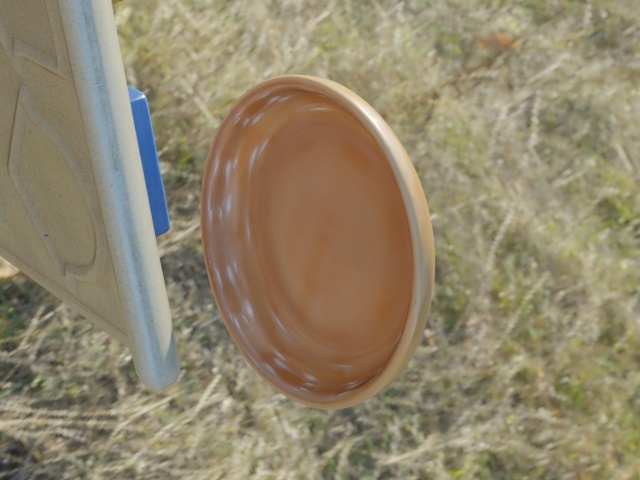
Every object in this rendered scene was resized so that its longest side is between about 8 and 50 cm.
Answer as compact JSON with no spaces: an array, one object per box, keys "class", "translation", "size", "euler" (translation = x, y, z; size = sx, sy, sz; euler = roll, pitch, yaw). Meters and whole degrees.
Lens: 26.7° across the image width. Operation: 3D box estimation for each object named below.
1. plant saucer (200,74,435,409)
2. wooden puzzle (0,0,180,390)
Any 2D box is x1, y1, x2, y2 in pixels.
[{"class":"plant saucer","translation":[0.000,0.000,0.806],"size":[0.037,0.200,0.200],"euler":[-12,77,-40]},{"class":"wooden puzzle","translation":[-0.180,-0.120,0.787],"size":[0.080,0.348,0.322],"euler":[-26,128,-28]}]
